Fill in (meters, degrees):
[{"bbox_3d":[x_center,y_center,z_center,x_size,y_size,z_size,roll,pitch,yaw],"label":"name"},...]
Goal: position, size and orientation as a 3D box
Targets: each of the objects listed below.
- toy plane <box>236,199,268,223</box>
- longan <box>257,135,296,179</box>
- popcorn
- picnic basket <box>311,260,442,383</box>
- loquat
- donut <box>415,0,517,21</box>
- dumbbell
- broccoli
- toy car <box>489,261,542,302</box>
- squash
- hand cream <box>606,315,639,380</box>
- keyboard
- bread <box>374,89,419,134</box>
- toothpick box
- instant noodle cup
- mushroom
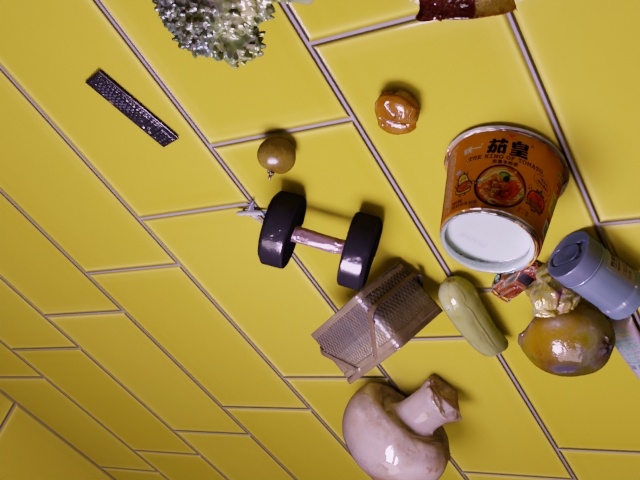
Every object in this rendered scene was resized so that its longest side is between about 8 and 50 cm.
[{"bbox_3d":[-0.138,-0.058,1.809,0.084,0.024,0.078,9,144,27],"label":"toy plane"},{"bbox_3d":[-0.083,-0.152,1.608,0.075,0.083,0.075,21,-177,-1],"label":"longan"},{"bbox_3d":[0.440,0.097,1.635,0.097,0.109,0.089,27,149,7],"label":"popcorn"},{"bbox_3d":[0.117,0.173,1.832,0.139,0.165,0.266,51,143,6],"label":"picnic basket"},{"bbox_3d":[0.487,0.198,1.724,0.195,0.152,0.152,-1,140,41],"label":"loquat"},{"bbox_3d":[0.198,-0.334,1.190,0.140,0.140,0.059,2,114,26],"label":"donut"},{"bbox_3d":[0.000,0.000,1.703,0.218,0.152,0.152,16,145,8],"label":"dumbbell"},{"bbox_3d":[-0.125,-0.384,1.187,0.260,0.235,0.288,28,140,-11],"label":"broccoli"},{"bbox_3d":[0.390,0.079,1.703,0.059,0.035,0.122,33,143,-14],"label":"toy car"},{"bbox_3d":[0.320,0.164,1.814,0.083,0.083,0.250,-8,136,36],"label":"squash"},{"bbox_3d":[0.631,0.216,1.758,0.076,0.047,0.174,-18,121,43],"label":"hand cream"},{"bbox_3d":[-0.364,-0.253,1.682,0.198,0.010,0.064,41,143,-25],"label":"keyboard"},{"bbox_3d":[0.127,-0.214,1.445,0.081,0.046,0.083,27,146,-4],"label":"bread"},{"bbox_3d":[0.501,0.063,1.568,0.153,0.101,0.101,33,143,-18],"label":"toothpick box"},{"bbox_3d":[0.296,-0.059,1.450,0.216,0.172,0.215,14,145,10],"label":"instant noodle cup"},{"bbox_3d":[0.211,0.453,2.148,0.298,0.297,0.290,32,107,-15],"label":"mushroom"}]
